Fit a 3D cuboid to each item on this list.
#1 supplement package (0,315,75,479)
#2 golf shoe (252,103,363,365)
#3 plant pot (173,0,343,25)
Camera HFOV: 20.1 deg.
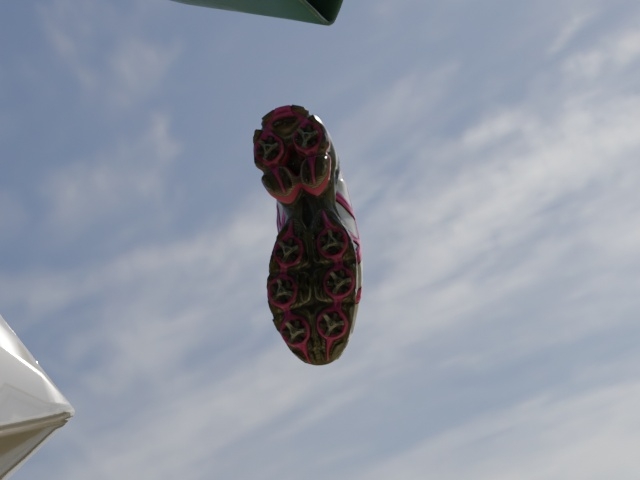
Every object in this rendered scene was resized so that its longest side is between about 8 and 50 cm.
[{"bbox_3d":[-0.278,0.076,0.769,0.177,0.175,0.293,-43,-14,15],"label":"supplement package"},{"bbox_3d":[0.000,0.000,1.282,0.067,0.186,0.086,-10,-16,15],"label":"golf shoe"},{"bbox_3d":[-0.103,-0.247,1.111,0.234,0.166,0.165,9,-16,35],"label":"plant pot"}]
